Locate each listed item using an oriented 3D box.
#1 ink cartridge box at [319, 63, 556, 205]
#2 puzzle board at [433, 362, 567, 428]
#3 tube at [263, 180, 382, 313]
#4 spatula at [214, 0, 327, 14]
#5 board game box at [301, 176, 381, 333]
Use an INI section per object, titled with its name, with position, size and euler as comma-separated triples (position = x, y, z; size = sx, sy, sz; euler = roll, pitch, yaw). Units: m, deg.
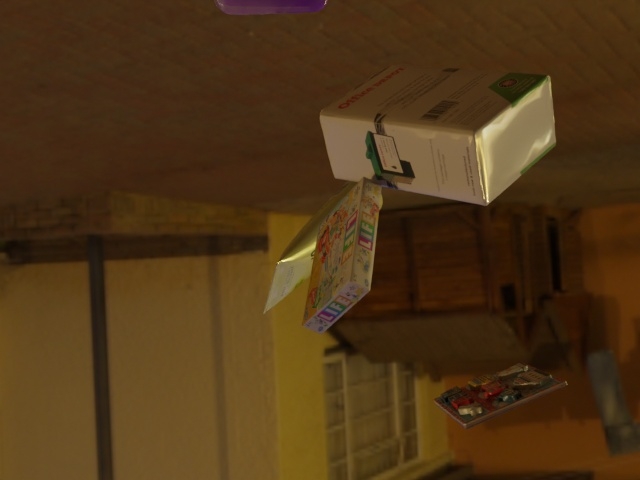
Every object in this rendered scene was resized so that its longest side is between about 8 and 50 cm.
[ink cartridge box]
position = 0.133, -0.129, 1.106
size = 0.219, 0.092, 0.160
euler = 14, -141, 41
[puzzle board]
position = 0.160, 0.137, 0.878
size = 0.096, 0.011, 0.128
euler = -23, -178, -5
[tube]
position = 0.000, 0.000, 1.238
size = 0.062, 0.070, 0.240
euler = -7, -155, 39
[spatula]
position = 0.037, -0.219, 0.747
size = 0.030, 0.084, 0.296
euler = 14, -161, 40
[board game box]
position = 0.025, 0.016, 1.079
size = 0.026, 0.154, 0.103
euler = 26, 137, -18
